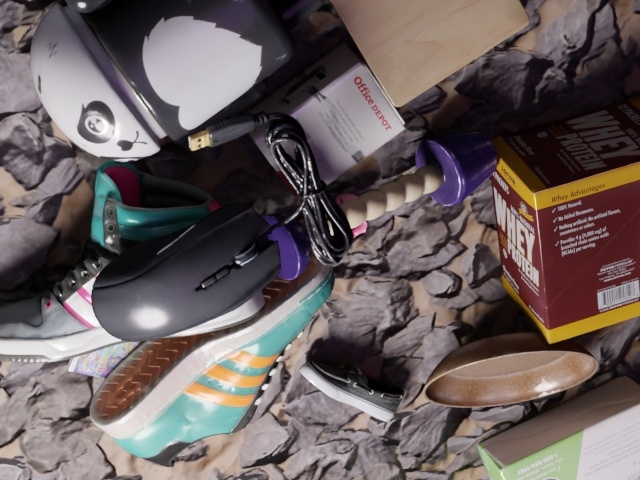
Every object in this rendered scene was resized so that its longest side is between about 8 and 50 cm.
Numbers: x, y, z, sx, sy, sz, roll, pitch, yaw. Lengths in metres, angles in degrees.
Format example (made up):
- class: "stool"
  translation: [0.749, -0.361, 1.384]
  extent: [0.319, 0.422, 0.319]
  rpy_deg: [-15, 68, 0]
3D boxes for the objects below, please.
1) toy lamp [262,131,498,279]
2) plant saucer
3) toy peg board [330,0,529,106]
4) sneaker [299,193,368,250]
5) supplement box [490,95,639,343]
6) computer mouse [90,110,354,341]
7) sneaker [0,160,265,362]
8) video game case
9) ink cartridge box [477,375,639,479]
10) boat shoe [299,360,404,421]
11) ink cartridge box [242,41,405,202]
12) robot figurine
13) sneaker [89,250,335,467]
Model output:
- class: "toy lamp"
  translation: [0.066, -0.044, 1.955]
  extent: [0.275, 0.080, 0.080]
  rpy_deg: [-26, 127, -31]
- class: "plant saucer"
  translation: [0.209, 0.141, 2.126]
  extent: [0.199, 0.036, 0.198]
  rpy_deg: [-8, 160, -3]
- class: "toy peg board"
  translation: [0.095, -0.247, 1.897]
  extent: [0.161, 0.079, 0.160]
  rpy_deg: [-33, 109, -1]
- class: "sneaker"
  translation: [0.000, 0.000, 2.002]
  extent: [0.119, 0.057, 0.047]
  rpy_deg: [-36, 129, 2]
- class: "supplement box"
  translation: [0.298, -0.024, 2.057]
  extent: [0.191, 0.129, 0.194]
  rpy_deg: [-17, 123, -11]
- class: "computer mouse"
  translation: [-0.104, -0.010, 1.800]
  extent: [0.262, 0.060, 0.184]
  rpy_deg: [-22, 113, -6]
- class: "sneaker"
  translation: [-0.216, 0.014, 1.891]
  extent: [0.296, 0.124, 0.178]
  rpy_deg: [-11, 106, 4]
- class: "video game case"
  translation: [-0.197, 0.112, 2.018]
  extent: [0.122, 0.011, 0.087]
  rpy_deg: [14, 113, -27]
- class: "ink cartridge box"
  translation: [0.348, 0.365, 2.238]
  extent: [0.207, 0.119, 0.353]
  rpy_deg: [-24, 102, -6]
- class: "boat shoe"
  translation: [0.035, 0.158, 2.115]
  extent: [0.142, 0.049, 0.040]
  rpy_deg: [29, 100, -38]
- class: "ink cartridge box"
  translation: [0.003, -0.120, 1.933]
  extent: [0.135, 0.056, 0.099]
  rpy_deg: [-35, 126, 1]
- class: "robot figurine"
  translation: [-0.134, -0.192, 1.767]
  extent: [0.278, 0.173, 0.209]
  rpy_deg: [-35, 102, 0]
- class: "sneaker"
  translation: [-0.093, 0.124, 2.000]
  extent: [0.302, 0.108, 0.121]
  rpy_deg: [-37, 127, 11]
